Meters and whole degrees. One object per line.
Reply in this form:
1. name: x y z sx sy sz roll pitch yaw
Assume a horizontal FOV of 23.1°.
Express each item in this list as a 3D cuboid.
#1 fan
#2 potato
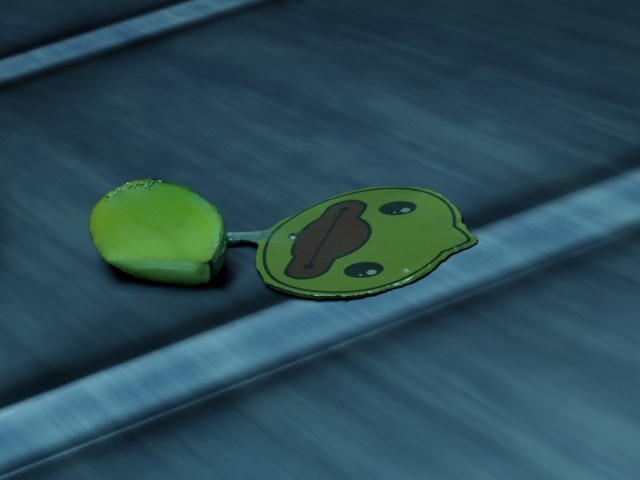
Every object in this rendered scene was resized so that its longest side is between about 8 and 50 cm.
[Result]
1. fan: 0.000 -0.001 1.624 0.335 0.011 0.229 0 30 21
2. potato: -0.163 -0.001 1.641 0.198 0.054 0.119 14 54 38
